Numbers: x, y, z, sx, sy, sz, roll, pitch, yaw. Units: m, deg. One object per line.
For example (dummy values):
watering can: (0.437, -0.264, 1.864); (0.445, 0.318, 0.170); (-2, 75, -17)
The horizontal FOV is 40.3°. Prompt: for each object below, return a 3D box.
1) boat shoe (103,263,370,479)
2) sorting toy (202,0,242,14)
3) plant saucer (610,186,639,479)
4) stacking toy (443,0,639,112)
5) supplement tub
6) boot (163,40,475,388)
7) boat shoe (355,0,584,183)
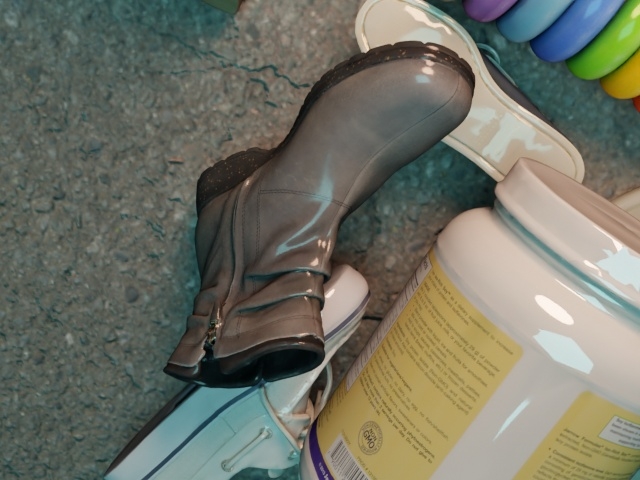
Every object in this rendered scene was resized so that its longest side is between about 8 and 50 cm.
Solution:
boat shoe: (-0.055, 0.185, 0.886); (0.156, 0.136, 0.367); (45, 108, -6)
sorting toy: (-0.157, -0.330, 0.701); (0.257, 0.255, 0.089); (25, 74, -3)
plant saucer: (0.385, 0.137, 0.837); (0.400, 0.100, 0.401); (2, 106, 7)
stacking toy: (0.258, -0.177, 0.753); (0.330, 0.141, 0.141); (36, 107, -8)
supplement tub: (0.157, 0.123, 0.733); (0.241, 0.241, 0.331); (32, 108, -2)
boot: (0.000, 0.000, 0.733); (0.118, 0.223, 0.338); (25, 142, -30)
boat shoe: (0.136, -0.132, 0.803); (0.254, 0.079, 0.095); (35, 105, -6)
